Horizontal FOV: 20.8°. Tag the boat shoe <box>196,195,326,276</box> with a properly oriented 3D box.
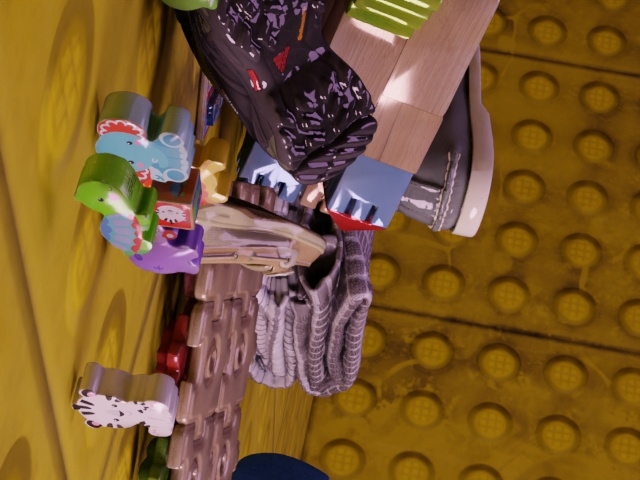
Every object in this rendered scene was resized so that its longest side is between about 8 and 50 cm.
[{"bbox_3d":[-0.051,0.001,1.070,0.153,0.056,0.048,15,97,-60],"label":"boat shoe"}]

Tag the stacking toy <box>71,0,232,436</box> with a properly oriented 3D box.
[{"bbox_3d":[-0.085,-0.027,0.848,0.221,0.052,0.167,92,7,-55],"label":"stacking toy"}]

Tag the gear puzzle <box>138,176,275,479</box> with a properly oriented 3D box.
[{"bbox_3d":[-0.091,0.122,1.185,0.175,0.044,0.339,-1,100,-79],"label":"gear puzzle"}]

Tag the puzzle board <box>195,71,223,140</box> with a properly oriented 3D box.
[{"bbox_3d":[-0.062,-0.136,1.162,0.128,0.011,0.096,-75,174,-59],"label":"puzzle board"}]

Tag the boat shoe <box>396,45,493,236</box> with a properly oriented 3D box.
[{"bbox_3d":[0.083,-0.115,1.515,0.319,0.099,0.116,-94,-166,-57],"label":"boat shoe"}]

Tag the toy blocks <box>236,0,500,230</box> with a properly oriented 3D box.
[{"bbox_3d":[0.023,-0.140,1.347,0.381,0.191,0.261,-96,-152,-62],"label":"toy blocks"}]

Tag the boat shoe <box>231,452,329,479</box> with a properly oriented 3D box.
[{"bbox_3d":[-0.068,0.276,1.731,0.258,0.109,0.089,-14,122,-68],"label":"boat shoe"}]

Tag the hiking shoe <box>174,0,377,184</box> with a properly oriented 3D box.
[{"bbox_3d":[-0.048,-0.135,0.938,0.086,0.114,0.227,-34,130,-23],"label":"hiking shoe"}]

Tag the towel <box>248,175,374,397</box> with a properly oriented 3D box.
[{"bbox_3d":[0.000,0.000,1.662,0.283,0.121,0.235,91,9,-67],"label":"towel"}]
